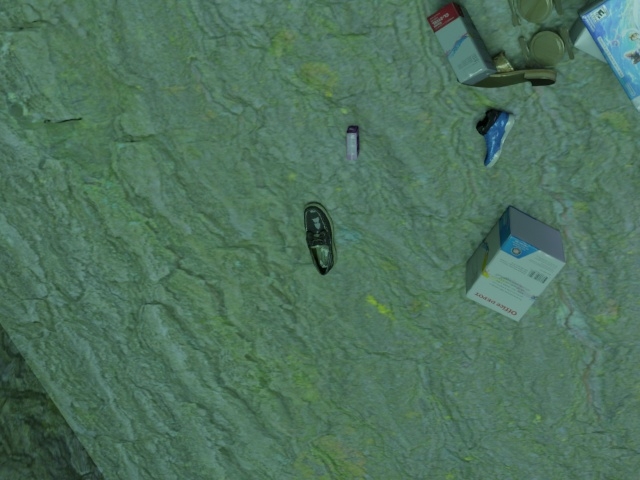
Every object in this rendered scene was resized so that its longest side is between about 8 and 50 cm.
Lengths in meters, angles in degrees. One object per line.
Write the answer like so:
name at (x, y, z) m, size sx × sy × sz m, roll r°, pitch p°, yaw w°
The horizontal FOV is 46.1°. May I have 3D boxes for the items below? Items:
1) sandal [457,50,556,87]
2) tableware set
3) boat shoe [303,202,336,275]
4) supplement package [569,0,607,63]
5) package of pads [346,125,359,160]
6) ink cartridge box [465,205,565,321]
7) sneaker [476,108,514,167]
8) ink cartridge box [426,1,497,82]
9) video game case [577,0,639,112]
sandal at (0.459, -0.424, 1.844) m, size 0.240 × 0.088 × 0.079 m, roll 6°, pitch 85°, yaw 29°
tableware set at (0.527, -0.510, 1.782) m, size 0.128 × 0.039 × 0.194 m, roll -1°, pitch 119°, yaw 45°
boat shoe at (-0.001, 0.001, 2.193) m, size 0.080 × 0.073 × 0.224 m, roll -5°, pitch 121°, yaw 14°
supplement package at (0.685, -0.471, 1.746) m, size 0.179 × 0.105 × 0.105 m, roll 25°, pitch 123°, yaw -6°
package of pads at (0.087, -0.262, 2.026) m, size 0.032 × 0.050 × 0.083 m, roll 3°, pitch 123°, yaw 9°
ink cartridge box at (0.529, 0.065, 2.073) m, size 0.171 × 0.168 × 0.233 m, roll 27°, pitch 123°, yaw -6°
sneaker at (0.434, -0.267, 1.948) m, size 0.084 × 0.058 × 0.152 m, roll 16°, pitch 119°, yaw -6°
ink cartridge box at (0.335, -0.459, 1.770) m, size 0.072 × 0.127 × 0.175 m, roll -28°, pitch 86°, yaw 26°
video game case at (0.740, -0.455, 1.641) m, size 0.244 × 0.061 × 0.269 m, roll -31°, pitch 108°, yaw 25°
